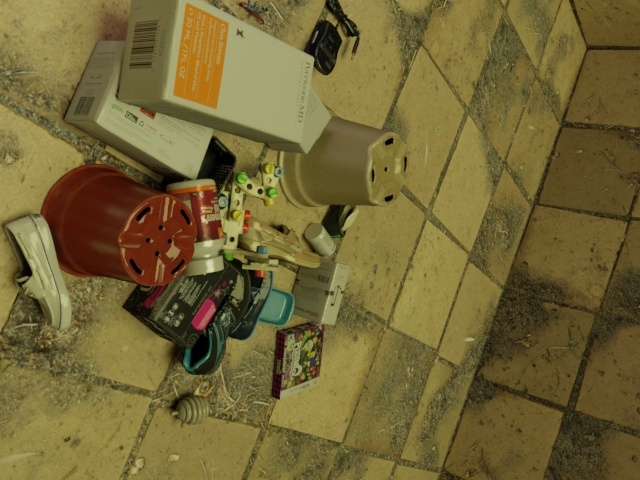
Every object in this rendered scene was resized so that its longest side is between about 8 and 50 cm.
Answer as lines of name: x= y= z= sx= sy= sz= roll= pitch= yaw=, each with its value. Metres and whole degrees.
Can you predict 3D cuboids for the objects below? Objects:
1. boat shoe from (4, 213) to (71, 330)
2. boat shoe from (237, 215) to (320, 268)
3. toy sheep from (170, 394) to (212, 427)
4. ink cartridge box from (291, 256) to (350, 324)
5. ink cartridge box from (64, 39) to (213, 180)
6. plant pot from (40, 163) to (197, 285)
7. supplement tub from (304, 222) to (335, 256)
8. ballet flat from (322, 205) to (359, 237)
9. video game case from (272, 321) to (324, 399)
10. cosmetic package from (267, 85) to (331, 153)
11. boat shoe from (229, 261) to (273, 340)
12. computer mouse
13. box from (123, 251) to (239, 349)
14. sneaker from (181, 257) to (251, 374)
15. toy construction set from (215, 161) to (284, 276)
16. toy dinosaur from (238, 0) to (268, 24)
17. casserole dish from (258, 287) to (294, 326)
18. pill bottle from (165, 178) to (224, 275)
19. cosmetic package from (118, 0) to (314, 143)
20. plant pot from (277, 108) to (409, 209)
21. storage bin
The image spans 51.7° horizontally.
boat shoe: x=-0.615 y=0.079 z=1.432 sx=0.088 sy=0.096 sz=0.268 roll=-23 pitch=117 yaw=-41
boat shoe: x=-0.112 y=0.008 z=2.008 sx=0.341 sy=0.121 sz=0.110 roll=20 pitch=84 yaw=-50
toy sheep: x=-0.365 y=0.482 z=1.869 sx=0.132 sy=0.091 sz=0.091 roll=-5 pitch=105 yaw=-45
ink cartridge box: x=-0.006 y=0.159 z=2.163 sx=0.085 sy=0.148 sz=0.203 roll=17 pitch=88 yaw=-54
ink cartridge box: x=-0.392 y=-0.328 z=1.554 sx=0.309 sy=0.130 sz=0.272 roll=33 pitch=73 yaw=-51
plant pot: x=-0.437 y=-0.021 z=1.482 sx=0.272 sy=0.265 sz=0.273 roll=-19 pitch=115 yaw=-46
supplement tub: x=0.000 y=0.000 z=2.185 sx=0.071 sy=0.071 sz=0.107 roll=-58 pitch=138 yaw=-22
ballet flat: x=0.103 y=-0.129 z=2.253 sx=0.095 sy=0.096 sz=0.281 roll=38 pitch=71 yaw=-50
video game case: x=-0.072 y=0.402 z=2.238 sx=0.210 sy=0.041 sz=0.232 roll=-7 pitch=106 yaw=-51
cosmetic package: x=-0.096 y=-0.365 z=1.886 sx=0.151 sy=0.151 sz=0.184 roll=-57 pitch=135 yaw=-21
boat shoe: x=-0.210 y=0.171 z=1.951 sx=0.089 sy=0.109 sz=0.259 roll=17 pitch=85 yaw=-48
computer mouse: x=0.040 y=-0.605 z=2.067 sx=0.184 sy=0.060 sz=0.262 roll=35 pitch=62 yaw=-45
box: x=-0.361 y=0.127 z=1.721 sx=0.247 sy=0.142 sz=0.163 roll=-60 pitch=138 yaw=-22
sneaker: x=-0.285 y=0.211 z=1.819 sx=0.139 sy=0.124 sz=0.341 roll=42 pitch=64 yaw=-80
toy construction set: x=-0.203 y=-0.061 z=1.821 sx=0.214 sy=0.151 sz=0.328 roll=4 pitch=80 yaw=-27
toy dinosaur: x=-0.184 y=-0.627 z=1.797 sx=0.082 sy=0.047 sz=0.090 roll=-15 pitch=124 yaw=-29
casserole dish: x=-0.154 y=0.207 z=2.085 sx=0.188 sy=0.036 sz=0.114 roll=23 pitch=82 yaw=-52
pill bottle: x=-0.298 y=-0.032 z=1.596 sx=0.121 sy=0.121 sz=0.221 roll=-12 pitch=95 yaw=-49
cosmetic package: x=-0.222 y=-0.378 z=1.528 sx=0.453 sy=0.161 sz=0.230 roll=6 pitch=92 yaw=-54
plant pot: x=0.090 y=-0.236 z=2.036 sx=0.333 sy=0.305 sz=0.334 roll=-18 pitch=114 yaw=-47
storage bin: x=-0.316 y=-0.178 z=1.730 sx=0.122 sy=0.084 sz=0.180 roll=45 pitch=67 yaw=-48
